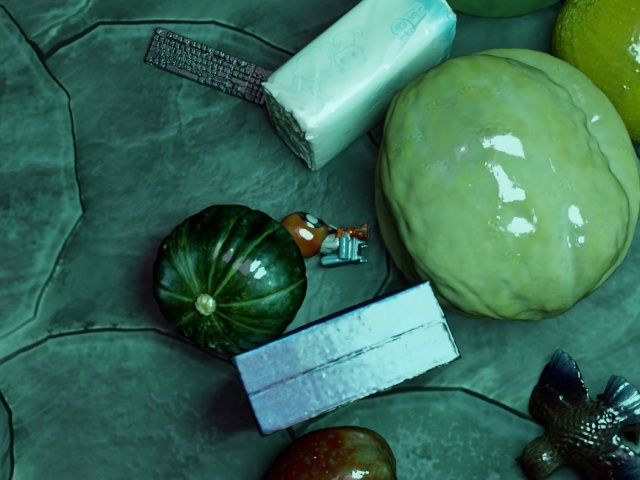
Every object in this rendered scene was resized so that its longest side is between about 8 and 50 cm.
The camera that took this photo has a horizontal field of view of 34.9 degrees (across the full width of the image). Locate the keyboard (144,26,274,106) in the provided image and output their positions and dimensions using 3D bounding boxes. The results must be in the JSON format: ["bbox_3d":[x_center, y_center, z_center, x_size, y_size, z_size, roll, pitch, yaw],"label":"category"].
[{"bbox_3d":[-0.164,-0.260,1.522,0.195,0.018,0.060,21,85,2],"label":"keyboard"}]

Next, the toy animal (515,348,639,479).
[{"bbox_3d":[0.356,0.265,1.409,0.179,0.116,0.218,-33,73,-6],"label":"toy animal"}]

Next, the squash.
[{"bbox_3d":[-0.125,0.052,1.398,0.218,0.172,0.218,7,127,10],"label":"squash"}]

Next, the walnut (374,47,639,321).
[{"bbox_3d":[0.235,-0.068,1.339,0.381,0.381,0.381,0,82,-1],"label":"walnut"}]

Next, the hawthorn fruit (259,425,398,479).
[{"bbox_3d":[-0.007,0.336,1.372,0.235,0.181,0.181,1,82,-1],"label":"hawthorn fruit"}]

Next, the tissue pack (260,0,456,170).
[{"bbox_3d":[0.055,-0.237,1.431,0.271,0.201,0.124,-39,78,-6],"label":"tissue pack"}]

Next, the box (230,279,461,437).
[{"bbox_3d":[0.027,0.156,1.339,0.261,0.279,0.116,-23,82,-5],"label":"box"}]

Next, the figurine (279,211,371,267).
[{"bbox_3d":[0.000,0.000,1.468,0.140,0.068,0.075,8,86,6],"label":"figurine"}]

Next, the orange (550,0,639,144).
[{"bbox_3d":[0.457,-0.261,1.412,0.274,0.274,0.274,0,82,-1],"label":"orange"}]

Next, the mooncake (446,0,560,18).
[{"bbox_3d":[0.243,-0.500,1.434,0.356,0.194,0.356,3,64,-6],"label":"mooncake"}]
